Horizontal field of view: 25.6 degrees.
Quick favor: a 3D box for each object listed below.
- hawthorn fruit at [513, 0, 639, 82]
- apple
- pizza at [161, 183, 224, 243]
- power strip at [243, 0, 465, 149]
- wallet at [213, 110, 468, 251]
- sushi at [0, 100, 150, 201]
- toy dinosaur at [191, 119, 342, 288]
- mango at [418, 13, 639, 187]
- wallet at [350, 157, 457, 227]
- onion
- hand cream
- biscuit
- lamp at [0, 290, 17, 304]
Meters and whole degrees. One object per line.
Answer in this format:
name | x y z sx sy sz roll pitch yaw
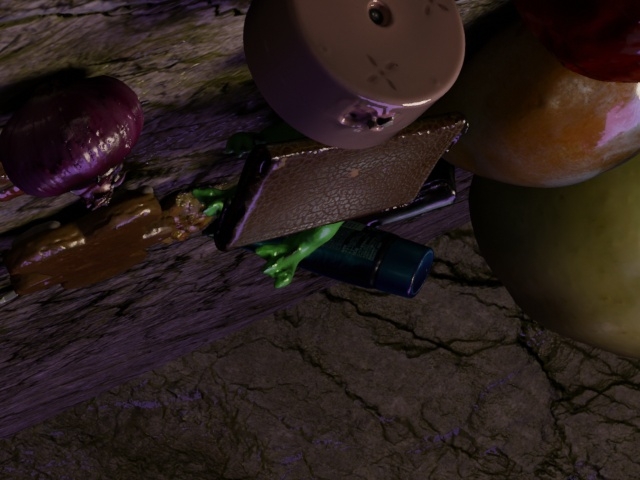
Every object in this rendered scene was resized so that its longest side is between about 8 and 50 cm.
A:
hawthorn fruit | 0.228 -0.219 1.044 0.266 0.210 0.230 -5 177 -29
apple | 0.427 -0.057 1.884 0.474 0.473 0.473 -24 173 -3
pizza | -0.158 -0.030 1.696 0.099 0.035 0.160 -23 172 -18
power strip | 0.025 -0.145 1.023 0.154 0.154 0.078 -19 170 -36
wallet | 0.019 -0.061 1.329 0.243 0.039 0.133 -13 147 -37
sushi | -0.248 -0.059 1.223 0.201 0.031 0.139 -20 171 -32
toy dinosaur | 0.057 -0.133 1.544 0.374 0.144 0.500 -47 172 37
mango | 0.248 -0.157 1.550 0.221 0.199 0.384 -28 -172 -38
wallet | 0.103 -0.076 1.904 0.172 0.045 0.318 -21 -169 12
onion | -0.184 -0.073 1.064 0.115 0.104 0.115 -24 -170 4
hand cream | 0.000 0.000 1.719 0.120 0.270 0.061 -50 153 -51
biscuit | -0.258 0.005 1.577 0.197 0.049 0.301 -20 172 -4
lamp | -0.410 0.072 1.657 0.050 0.056 0.198 -29 -178 25
